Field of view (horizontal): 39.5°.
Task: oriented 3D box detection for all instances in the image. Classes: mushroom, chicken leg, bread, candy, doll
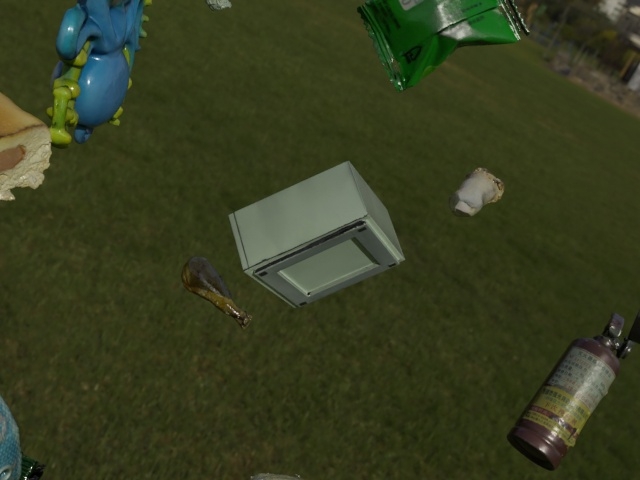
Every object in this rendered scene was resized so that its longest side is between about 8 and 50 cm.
[{"bbox_3d":[0.299,-0.085,1.742,0.084,0.071,0.209,37,29,9],"label":"mushroom"},{"bbox_3d":[-0.205,0.106,1.772,0.178,0.070,0.093,42,-9,7],"label":"chicken leg"},{"bbox_3d":[-0.401,-0.118,1.002,0.173,0.085,0.134,35,37,22],"label":"bread"},{"bbox_3d":[0.169,-0.303,1.228,0.141,0.203,0.078,63,2,-14],"label":"candy"},{"bbox_3d":[-0.329,-0.287,1.275,0.098,0.341,0.346,13,27,1],"label":"doll"}]

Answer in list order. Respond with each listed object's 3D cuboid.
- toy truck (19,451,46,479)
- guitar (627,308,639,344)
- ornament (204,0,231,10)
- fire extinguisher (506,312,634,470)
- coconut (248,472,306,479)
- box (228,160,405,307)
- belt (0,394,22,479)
[{"bbox_3d":[-0.595,0.492,1.570,0.088,0.259,0.121,5,-28,49],"label":"toy truck"},{"bbox_3d":[0.405,0.015,1.011,0.025,0.233,0.088,25,28,22],"label":"guitar"},{"bbox_3d":[-0.177,-0.397,1.371,0.041,0.092,0.068,-28,26,-22],"label":"ornament"},{"bbox_3d":[0.340,0.183,1.192,0.075,0.252,0.106,41,-17,-7],"label":"fire extinguisher"},{"bbox_3d":[-0.059,0.458,1.084,0.297,0.297,0.254,19,30,-24],"label":"coconut"},{"bbox_3d":[0.000,0.000,1.521,0.225,0.225,0.117,43,26,-61],"label":"box"},{"bbox_3d":[-0.406,0.229,0.998,0.082,0.147,0.163,-35,99,-51],"label":"belt"}]
